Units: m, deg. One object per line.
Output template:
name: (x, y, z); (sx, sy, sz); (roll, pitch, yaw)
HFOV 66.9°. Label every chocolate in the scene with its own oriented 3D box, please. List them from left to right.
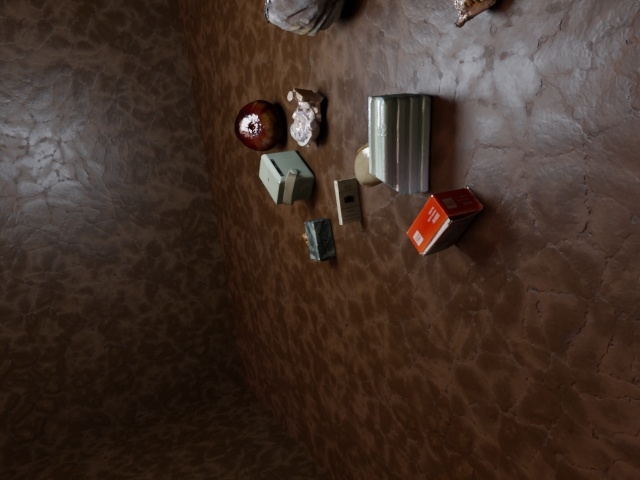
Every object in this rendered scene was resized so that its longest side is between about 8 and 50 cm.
chocolate: (-0.024, -0.813, 1.603); (0.213, 0.303, 0.303); (31, 143, 2)

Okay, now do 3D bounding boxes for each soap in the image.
soap: (0.233, -0.281, 1.430); (0.095, 0.172, 0.290); (31, 130, 56)

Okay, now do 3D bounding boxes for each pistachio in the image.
pistachio: (0.182, -0.256, 1.579); (0.215, 0.143, 0.144); (-45, 62, 59)

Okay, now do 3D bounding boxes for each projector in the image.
projector: (-0.149, -0.277, 2.165); (0.242, 0.177, 0.163); (57, 149, 36)

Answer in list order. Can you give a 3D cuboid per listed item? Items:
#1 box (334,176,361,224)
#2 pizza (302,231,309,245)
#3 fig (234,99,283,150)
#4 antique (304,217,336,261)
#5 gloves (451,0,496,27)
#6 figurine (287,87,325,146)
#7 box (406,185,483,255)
box: (0.104, -0.149, 1.829); (0.024, 0.090, 0.167); (14, 115, 61)
pizza: (-0.064, -0.017, 2.287); (0.083, 0.025, 0.078); (55, 149, 37)
fig: (-0.287, -0.540, 2.281); (0.214, 0.234, 0.235); (-76, 0, -47)
antique: (0.000, 0.000, 2.103); (0.086, 0.088, 0.183); (4, 106, 63)
gloves: (0.355, -0.582, 1.146); (0.110, 0.094, 0.144); (-27, 54, 39)
figurine: (-0.066, -0.485, 1.947); (0.162, 0.141, 0.237); (-123, 32, -43)
box: (0.347, -0.051, 1.357); (0.099, 0.133, 0.182); (60, 147, 26)
